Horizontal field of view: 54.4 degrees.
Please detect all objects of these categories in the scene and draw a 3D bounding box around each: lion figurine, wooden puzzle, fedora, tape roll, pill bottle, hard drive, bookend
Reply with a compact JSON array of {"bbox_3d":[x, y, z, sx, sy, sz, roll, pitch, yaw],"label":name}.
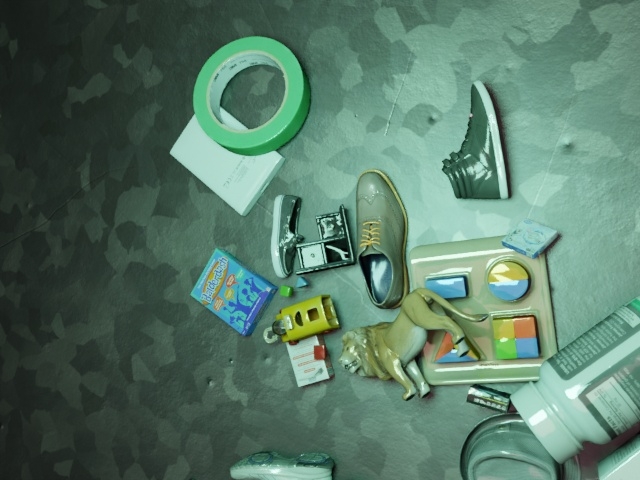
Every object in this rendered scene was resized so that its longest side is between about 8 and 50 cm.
[{"bbox_3d":[0.208,0.222,1.478,0.392,0.142,0.240,-53,55,29],"label":"lion figurine"},{"bbox_3d":[0.382,0.167,1.490,0.322,0.080,0.347,-8,84,21],"label":"wooden puzzle"},{"bbox_3d":[0.448,0.527,1.423,0.275,0.124,0.243,-4,86,21],"label":"fedora"},{"bbox_3d":[-0.190,-0.397,1.718,0.321,0.077,0.321,-3,79,14],"label":"tape roll"},{"bbox_3d":[0.599,0.296,1.315,0.361,0.204,0.204,-38,75,9],"label":"pill bottle"},{"bbox_3d":[-0.270,-0.243,1.787,0.307,0.040,0.203,40,101,19],"label":"hard drive"},{"bbox_3d":[0.000,0.000,1.628,0.156,0.072,0.157,-10,83,1],"label":"bookend"}]

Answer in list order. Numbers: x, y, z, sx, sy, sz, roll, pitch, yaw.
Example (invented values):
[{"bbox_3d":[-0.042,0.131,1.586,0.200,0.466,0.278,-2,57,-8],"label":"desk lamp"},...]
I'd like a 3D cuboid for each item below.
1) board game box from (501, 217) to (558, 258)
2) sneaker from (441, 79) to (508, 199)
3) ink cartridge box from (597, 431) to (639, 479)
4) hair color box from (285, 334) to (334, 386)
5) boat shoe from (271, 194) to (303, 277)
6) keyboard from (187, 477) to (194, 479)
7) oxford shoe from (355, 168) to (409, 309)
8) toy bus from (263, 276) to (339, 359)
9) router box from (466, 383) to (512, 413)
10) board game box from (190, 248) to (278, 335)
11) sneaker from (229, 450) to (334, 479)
[{"bbox_3d":[0.486,-0.005,1.449,0.090,0.020,0.090,-40,41,-17],"label":"board game box"},{"bbox_3d":[0.357,-0.234,1.505,0.147,0.104,0.295,-10,88,16],"label":"sneaker"},{"bbox_3d":[0.776,0.481,1.294,0.307,0.129,0.223,-45,73,13],"label":"ink cartridge box"},{"bbox_3d":[-0.033,0.295,1.661,0.093,0.053,0.167,-20,78,18],"label":"hair color box"},{"bbox_3d":[-0.082,-0.013,1.687,0.076,0.080,0.228,-2,79,23],"label":"boat shoe"},{"bbox_3d":[-0.402,0.771,1.798,0.108,0.023,0.180,33,99,13],"label":"keyboard"},{"bbox_3d":[0.149,-0.008,1.561,0.130,0.133,0.363,-13,82,21],"label":"oxford shoe"},{"bbox_3d":[-0.057,0.207,1.592,0.191,0.104,0.202,26,94,22],"label":"toy bus"},{"bbox_3d":[0.395,0.368,1.452,0.092,0.122,0.038,13,87,21],"label":"router box"},{"bbox_3d":[-0.245,0.143,1.754,0.210,0.047,0.160,33,99,20],"label":"board game box"},{"bbox_3d":[-0.106,0.635,1.647,0.297,0.111,0.129,-4,92,22],"label":"sneaker"}]
